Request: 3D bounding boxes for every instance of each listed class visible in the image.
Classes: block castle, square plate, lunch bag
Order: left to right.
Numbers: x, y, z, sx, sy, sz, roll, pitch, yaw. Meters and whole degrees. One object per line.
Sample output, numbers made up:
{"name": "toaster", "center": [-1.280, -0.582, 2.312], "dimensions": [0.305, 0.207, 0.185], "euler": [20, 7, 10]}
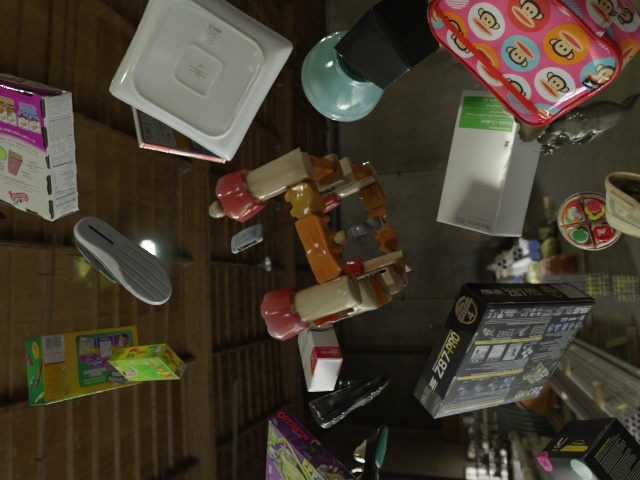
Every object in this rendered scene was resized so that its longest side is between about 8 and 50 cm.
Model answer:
{"name": "square plate", "center": [-0.298, -0.420, 1.231], "dimensions": [0.344, 0.347, 0.049], "euler": [-56, 14, 19]}
{"name": "block castle", "center": [0.000, 0.000, 0.994], "dimensions": [0.453, 0.212, 0.303], "euler": [-14, -98, -67]}
{"name": "lunch bag", "center": [0.321, -0.334, 0.808], "dimensions": [0.120, 0.293, 0.258], "euler": [-47, 2, -17]}

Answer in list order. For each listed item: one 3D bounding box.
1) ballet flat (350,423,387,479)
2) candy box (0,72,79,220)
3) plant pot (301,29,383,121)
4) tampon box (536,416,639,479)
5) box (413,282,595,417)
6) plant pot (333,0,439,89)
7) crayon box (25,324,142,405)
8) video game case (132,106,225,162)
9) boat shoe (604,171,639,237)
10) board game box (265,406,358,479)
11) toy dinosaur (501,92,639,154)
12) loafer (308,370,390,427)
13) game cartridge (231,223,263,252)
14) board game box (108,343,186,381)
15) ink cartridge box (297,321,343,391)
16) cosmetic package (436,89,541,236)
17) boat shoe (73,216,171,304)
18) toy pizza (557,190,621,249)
{"name": "ballet flat", "center": [0.102, 0.496, 1.104], "dimensions": [0.203, 0.074, 0.074], "euler": [-72, -26, -46]}
{"name": "candy box", "center": [-0.536, -0.171, 0.924], "dimensions": [0.071, 0.159, 0.234], "euler": [-44, -31, -59]}
{"name": "plant pot", "center": [0.103, -0.564, 1.646], "dimensions": [0.196, 0.292, 0.293], "euler": [163, 107, -72]}
{"name": "tampon box", "center": [0.464, 0.386, 0.808], "dimensions": [0.161, 0.101, 0.120], "euler": [52, 156, 11]}
{"name": "box", "center": [0.446, 0.255, 1.205], "dimensions": [0.097, 0.394, 0.318], "euler": [44, 125, 50]}
{"name": "plant pot", "center": [0.180, -0.496, 1.256], "dimensions": [0.187, 0.188, 0.167], "euler": [-40, -80, -27]}
{"name": "crayon box", "center": [-0.623, 0.326, 1.341], "dimensions": [0.278, 0.081, 0.166], "euler": [4, -106, -55]}
{"name": "video game case", "center": [-0.460, -0.357, 1.639], "dimensions": [0.285, 0.025, 0.204], "euler": [6, -129, -38]}
{"name": "boat shoe", "center": [0.588, -0.042, 0.809], "dimensions": [0.098, 0.109, 0.302], "euler": [63, 174, -26]}
{"name": "board game box", "center": [-0.026, 0.504, 0.988], "dimensions": [0.056, 0.208, 0.347], "euler": [-34, -36, -39]}
{"name": "toy dinosaur", "center": [0.520, -0.234, 1.008], "dimensions": [0.160, 0.313, 0.121], "euler": [-29, -60, -73]}
{"name": "loafer", "center": [0.075, 0.377, 1.245], "dimensions": [0.078, 0.223, 0.076], "euler": [53, 153, 27]}
{"name": "game cartridge", "center": [-0.171, -0.007, 1.173], "dimensions": [0.017, 0.083, 0.056], "euler": [53, -160, -41]}
{"name": "board game box", "center": [-0.446, 0.315, 1.289], "dimensions": [0.092, 0.181, 0.043], "euler": [60, -146, -33]}
{"name": "ink cartridge box", "center": [-0.004, 0.246, 1.138], "dimensions": [0.150, 0.063, 0.109], "euler": [-107, 24, -52]}
{"name": "cosmetic package", "center": [0.468, -0.208, 1.366], "dimensions": [0.155, 0.197, 0.366], "euler": [1, -79, -41]}
{"name": "boat shoe", "center": [-0.567, 0.068, 1.450], "dimensions": [0.121, 0.335, 0.119], "euler": [-45, -4, -38]}
{"name": "toy pizza", "center": [0.880, -0.061, 1.647], "dimensions": [0.032, 0.201, 0.201], "euler": [-24, -66, -42]}
